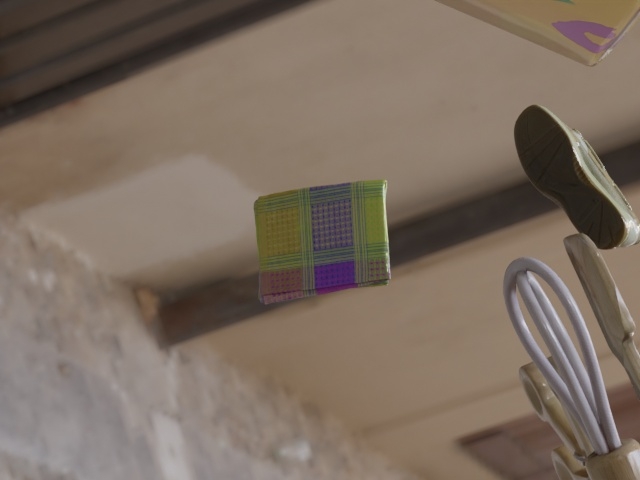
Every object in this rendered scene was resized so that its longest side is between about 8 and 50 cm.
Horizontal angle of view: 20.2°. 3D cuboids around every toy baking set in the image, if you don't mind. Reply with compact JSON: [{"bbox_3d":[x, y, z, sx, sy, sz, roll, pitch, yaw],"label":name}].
[{"bbox_3d":[0.131,0.112,0.791,0.197,0.030,0.256,60,-10,28],"label":"toy baking set"}]

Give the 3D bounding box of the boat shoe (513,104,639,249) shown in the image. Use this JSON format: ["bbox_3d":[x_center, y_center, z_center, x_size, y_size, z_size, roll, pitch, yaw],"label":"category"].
[{"bbox_3d":[0.226,-0.055,1.575,0.048,0.056,0.153,-2,48,-52],"label":"boat shoe"}]

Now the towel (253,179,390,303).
[{"bbox_3d":[0.000,0.000,0.961,0.009,0.083,0.060,16,67,-59],"label":"towel"}]

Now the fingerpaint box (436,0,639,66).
[{"bbox_3d":[0.058,-0.365,0.841,0.163,0.371,0.445,111,3,-79],"label":"fingerpaint box"}]
